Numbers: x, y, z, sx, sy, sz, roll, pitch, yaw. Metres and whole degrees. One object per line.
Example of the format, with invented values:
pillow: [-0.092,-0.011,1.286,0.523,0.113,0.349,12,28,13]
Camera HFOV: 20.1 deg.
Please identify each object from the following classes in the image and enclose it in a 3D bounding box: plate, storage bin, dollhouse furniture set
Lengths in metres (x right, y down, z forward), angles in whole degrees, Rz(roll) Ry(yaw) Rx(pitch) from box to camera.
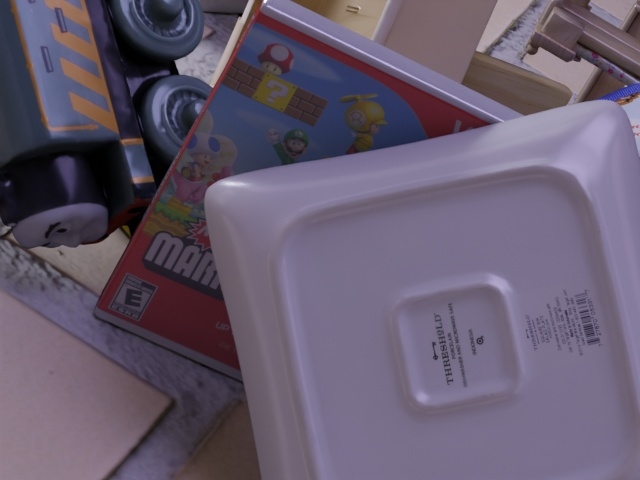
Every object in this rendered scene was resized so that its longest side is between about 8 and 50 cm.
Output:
plate: [0.084,0.066,1.116,0.045,0.278,0.277,70,9,-81]
storage bin: [0.022,-0.215,1.567,0.123,0.262,0.260,23,0,-43]
dollhouse furniture set: [0.334,-0.118,1.874,0.303,0.173,0.355,30,20,2]

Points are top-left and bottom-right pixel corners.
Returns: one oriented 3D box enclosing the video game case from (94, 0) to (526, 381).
video game case: [-0.008,-0.011,1.230,0.204,0.285,0.025,25,34,-11]

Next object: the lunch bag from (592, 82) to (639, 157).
lunch bag: [0.380,0.009,1.650,0.386,0.239,0.328,-8,39,-12]

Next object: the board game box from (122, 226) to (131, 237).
board game box: [-0.156,-0.077,1.483,0.124,0.039,0.259,-2,38,-47]

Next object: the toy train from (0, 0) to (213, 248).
toy train: [-0.189,-0.147,1.322,0.190,0.142,0.334,-7,76,-37]

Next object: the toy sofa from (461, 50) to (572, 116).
toy sofa: [0.060,-0.184,1.725,0.150,0.177,0.362,16,29,-40]

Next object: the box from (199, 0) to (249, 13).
box: [-0.124,-0.307,1.869,0.170,0.091,0.130,-4,41,-49]
